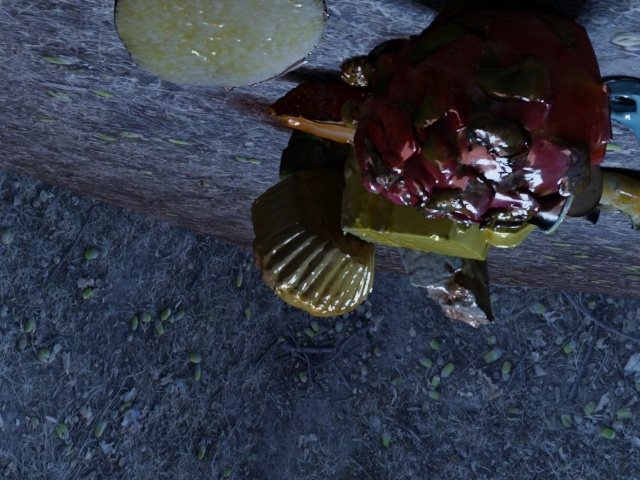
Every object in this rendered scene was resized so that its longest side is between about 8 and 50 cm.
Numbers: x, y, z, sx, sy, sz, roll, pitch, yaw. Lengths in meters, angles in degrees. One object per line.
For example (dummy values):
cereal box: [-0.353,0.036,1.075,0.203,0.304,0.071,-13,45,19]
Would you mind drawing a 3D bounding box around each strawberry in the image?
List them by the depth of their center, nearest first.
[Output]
strawberry: [0.025,-0.206,1.662,0.192,0.085,0.140,8,173,21]

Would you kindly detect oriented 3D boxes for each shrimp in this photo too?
shrimp: [0.597,-0.053,2.078,0.272,0.085,0.445,11,172,36]

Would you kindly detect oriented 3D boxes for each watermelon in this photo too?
watermelon: [0.238,0.008,2.081,0.151,0.302,0.264,-6,163,24]

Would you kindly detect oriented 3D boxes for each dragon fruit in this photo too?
dragon fruit: [0.171,-0.148,1.221,0.291,0.269,0.250,-11,135,6]

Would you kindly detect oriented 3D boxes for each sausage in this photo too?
sausage: [0.371,-0.096,1.891,0.123,0.123,0.253,15,173,-31]

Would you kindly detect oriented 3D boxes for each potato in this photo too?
potato: [-0.107,-0.282,1.184,0.239,0.116,0.299,5,162,-4]

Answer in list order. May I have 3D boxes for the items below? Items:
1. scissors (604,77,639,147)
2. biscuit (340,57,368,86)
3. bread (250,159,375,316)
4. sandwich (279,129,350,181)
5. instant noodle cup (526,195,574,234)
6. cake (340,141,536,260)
scissors: [0.495,-0.166,1.542,0.180,0.032,0.393,7,171,20]
biscuit: [0.128,-0.235,1.537,0.206,0.025,0.126,9,172,5]
bread: [0.000,0.000,1.871,0.274,0.274,0.149,15,139,-35]
sandwich: [0.010,-0.157,1.963,0.160,0.109,0.185,13,172,-7]
instant noodle cup: [0.234,-0.134,1.474,0.236,0.216,0.215,12,172,-3]
cake: [0.209,-0.092,1.763,0.286,0.222,0.227,6,173,30]
